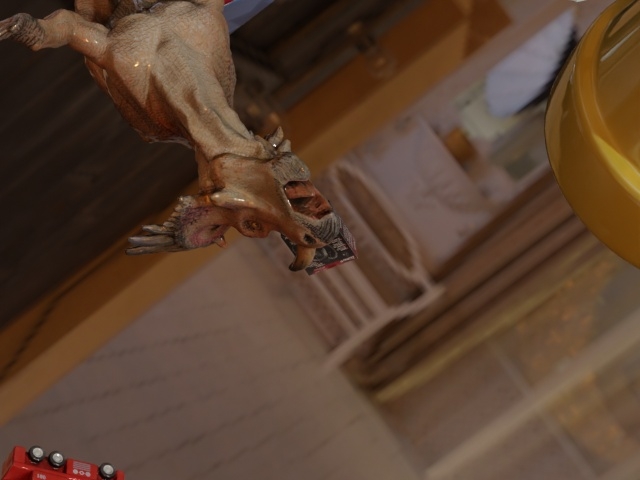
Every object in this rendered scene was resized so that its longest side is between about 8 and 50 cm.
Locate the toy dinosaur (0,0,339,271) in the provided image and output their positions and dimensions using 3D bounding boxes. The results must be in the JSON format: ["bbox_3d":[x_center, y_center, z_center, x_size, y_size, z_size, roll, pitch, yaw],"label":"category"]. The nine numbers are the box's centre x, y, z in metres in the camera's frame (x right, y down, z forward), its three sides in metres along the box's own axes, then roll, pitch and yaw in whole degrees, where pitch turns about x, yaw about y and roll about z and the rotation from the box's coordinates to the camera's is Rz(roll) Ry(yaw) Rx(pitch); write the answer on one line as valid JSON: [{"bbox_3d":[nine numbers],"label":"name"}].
[{"bbox_3d":[-0.090,-0.094,0.935,0.200,0.127,0.296,61,6,-25],"label":"toy dinosaur"}]

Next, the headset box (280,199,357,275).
[{"bbox_3d":[0.000,0.000,1.717,0.083,0.062,0.032,53,23,-44],"label":"headset box"}]

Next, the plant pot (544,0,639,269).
[{"bbox_3d":[0.327,-0.124,1.175,0.254,0.254,0.239,55,-26,19],"label":"plant pot"}]

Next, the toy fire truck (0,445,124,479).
[{"bbox_3d":[-0.312,0.301,1.728,0.192,0.047,0.135,18,44,-23],"label":"toy fire truck"}]

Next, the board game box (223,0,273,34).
[{"bbox_3d":[-0.126,-0.242,1.689,0.033,0.168,0.133,59,32,2],"label":"board game box"}]
